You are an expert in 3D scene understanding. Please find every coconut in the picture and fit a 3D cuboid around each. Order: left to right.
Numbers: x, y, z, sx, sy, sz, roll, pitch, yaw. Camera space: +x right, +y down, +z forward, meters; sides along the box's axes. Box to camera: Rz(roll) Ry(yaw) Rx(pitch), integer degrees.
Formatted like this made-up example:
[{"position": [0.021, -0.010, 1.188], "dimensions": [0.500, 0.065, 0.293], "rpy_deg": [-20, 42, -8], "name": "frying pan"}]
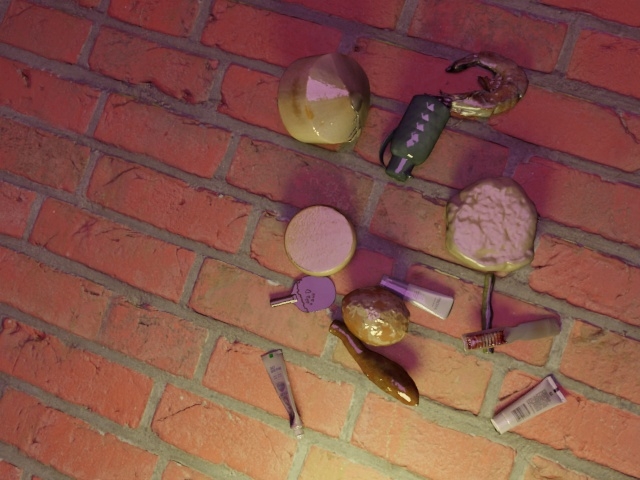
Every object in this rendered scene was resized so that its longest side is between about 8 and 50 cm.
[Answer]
[{"position": [0.021, -0.469, 1.778], "dimensions": [0.323, 0.323, 0.322], "rpy_deg": [-1, 84, 8], "name": "coconut"}]

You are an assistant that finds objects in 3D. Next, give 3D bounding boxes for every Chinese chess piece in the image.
[{"position": [0.000, 0.000, 1.845], "dimensions": [0.251, 0.097, 0.250], "rpy_deg": [-1, 84, 8], "name": "Chinese chess piece"}]

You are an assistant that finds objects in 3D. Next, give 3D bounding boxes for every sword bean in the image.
[{"position": [0.556, 0.241, 1.778], "dimensions": [0.043, 0.038, 0.269], "rpy_deg": [4, 85, -4], "name": "sword bean"}]

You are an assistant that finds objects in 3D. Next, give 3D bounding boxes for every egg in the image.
[{"position": [0.177, 0.244, 1.750], "dimensions": [0.234, 0.195, 0.194], "rpy_deg": [17, 87, 6], "name": "egg"}]

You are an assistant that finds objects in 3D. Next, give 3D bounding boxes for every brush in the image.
[{"position": [0.620, 0.304, 1.734], "dimensions": [0.321, 0.050, 0.060], "rpy_deg": [-10, 81, -4], "name": "brush"}]

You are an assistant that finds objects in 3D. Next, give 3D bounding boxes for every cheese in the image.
[{"position": [0.567, -0.046, 1.767], "dimensions": [0.318, 0.115, 0.326], "rpy_deg": [-45, 82, 2], "name": "cheese"}]

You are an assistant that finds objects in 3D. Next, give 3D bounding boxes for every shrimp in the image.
[{"position": [0.526, -0.534, 1.841], "dimensions": [0.361, 0.085, 0.246], "rpy_deg": [-9, 74, 3], "name": "shrimp"}]

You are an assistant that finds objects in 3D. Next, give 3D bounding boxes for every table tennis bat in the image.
[{"position": [-0.062, 0.193, 1.876], "dimensions": [0.235, 0.022, 0.130], "rpy_deg": [-13, 84, 4], "name": "table tennis bat"}]

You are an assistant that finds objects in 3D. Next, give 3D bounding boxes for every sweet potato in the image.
[{"position": [0.178, 0.408, 1.783], "dimensions": [0.385, 0.109, 0.109], "rpy_deg": [40, 91, 21], "name": "sweet potato"}]

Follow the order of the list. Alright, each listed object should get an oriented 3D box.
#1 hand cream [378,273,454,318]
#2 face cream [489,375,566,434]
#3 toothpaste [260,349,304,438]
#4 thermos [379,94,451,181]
[{"position": [0.320, 0.185, 1.808], "dimensions": [0.255, 0.048, 0.079], "rpy_deg": [22, 86, 8], "name": "hand cream"}, {"position": [0.663, 0.537, 1.729], "dimensions": [0.244, 0.058, 0.092], "rpy_deg": [-30, 76, -2], "name": "face cream"}, {"position": [-0.120, 0.526, 1.836], "dimensions": [0.075, 0.048, 0.300], "rpy_deg": [-31, 73, 32], "name": "toothpaste"}, {"position": [0.303, -0.343, 1.821], "dimensions": [0.182, 0.145, 0.286], "rpy_deg": [29, 90, 41], "name": "thermos"}]
